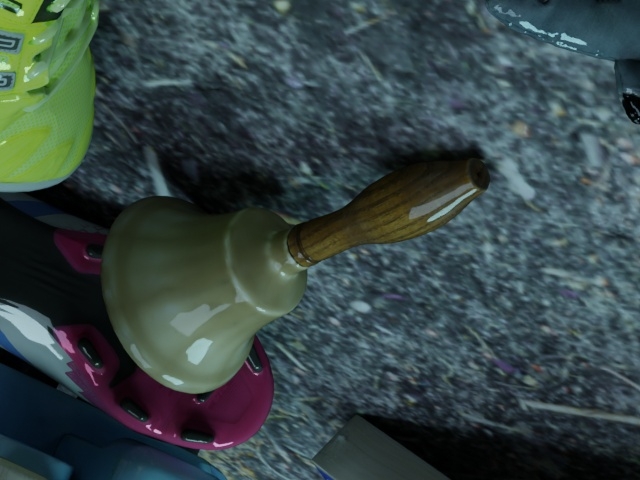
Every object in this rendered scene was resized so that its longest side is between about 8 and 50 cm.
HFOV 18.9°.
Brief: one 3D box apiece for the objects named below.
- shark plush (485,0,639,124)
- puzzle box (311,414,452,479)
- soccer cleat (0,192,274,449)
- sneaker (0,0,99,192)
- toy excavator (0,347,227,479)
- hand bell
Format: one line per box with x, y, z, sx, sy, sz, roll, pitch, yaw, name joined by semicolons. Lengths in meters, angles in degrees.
0.140;-0.081;0.856;0.073;0.067;0.161;-9;137;47;shark plush
0.181;0.296;1.317;0.409;0.052;0.272;31;160;47;puzzle box
-0.180;0.030;1.301;0.331;0.116;0.143;32;175;-17;soccer cleat
-0.162;-0.137;0.932;0.147;0.145;0.384;17;153;18;sneaker
-0.184;0.186;1.273;0.433;0.222;0.445;30;167;-35;toy excavator
0.000;0.000;1.109;0.242;0.126;0.126;-21;129;39;hand bell
